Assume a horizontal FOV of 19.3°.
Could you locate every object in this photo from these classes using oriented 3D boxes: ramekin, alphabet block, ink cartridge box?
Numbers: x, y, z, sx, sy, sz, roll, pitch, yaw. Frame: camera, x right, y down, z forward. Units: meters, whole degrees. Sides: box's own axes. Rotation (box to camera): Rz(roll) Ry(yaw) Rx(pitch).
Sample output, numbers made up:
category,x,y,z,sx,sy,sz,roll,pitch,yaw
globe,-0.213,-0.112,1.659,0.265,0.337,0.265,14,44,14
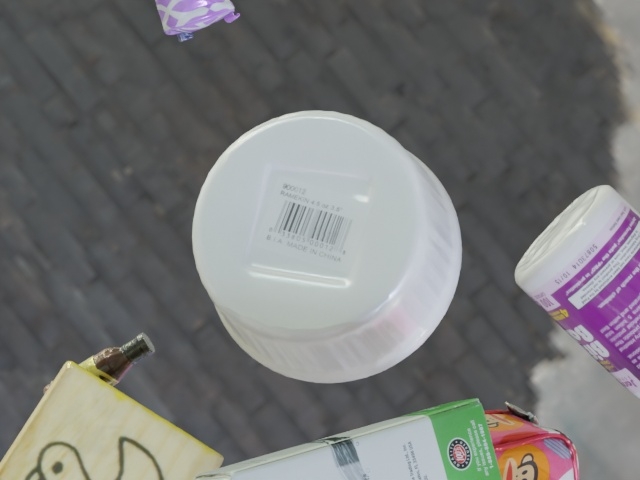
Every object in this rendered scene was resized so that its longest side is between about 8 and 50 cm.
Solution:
category,x,y,z,sx,sy,sz,roll,pitch,yaw
ramekin,0.000,0.000,1.952,0.277,0.277,0.135,50,0,20
alphabet block,-0.230,0.257,1.929,0.192,0.197,0.193,32,-8,-2
ink cartridge box,0.029,0.214,1.367,0.087,0.208,0.153,-20,-97,65

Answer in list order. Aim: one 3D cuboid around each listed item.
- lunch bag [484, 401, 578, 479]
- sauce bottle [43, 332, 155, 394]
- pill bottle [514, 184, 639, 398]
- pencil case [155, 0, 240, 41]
category,x,y,z,sx,sy,sz,roll,pitch,yaw
lunch bag,0.144,0.304,1.722,0.120,0.258,0.293,20,-66,58
sauce bottle,-0.241,0.144,2.059,0.042,0.128,0.042,55,9,-13
pill bottle,0.395,0.089,2.292,0.301,0.169,0.169,43,-2,-4
pencil case,-0.152,-0.321,2.024,0.086,0.088,0.206,-6,-78,61
